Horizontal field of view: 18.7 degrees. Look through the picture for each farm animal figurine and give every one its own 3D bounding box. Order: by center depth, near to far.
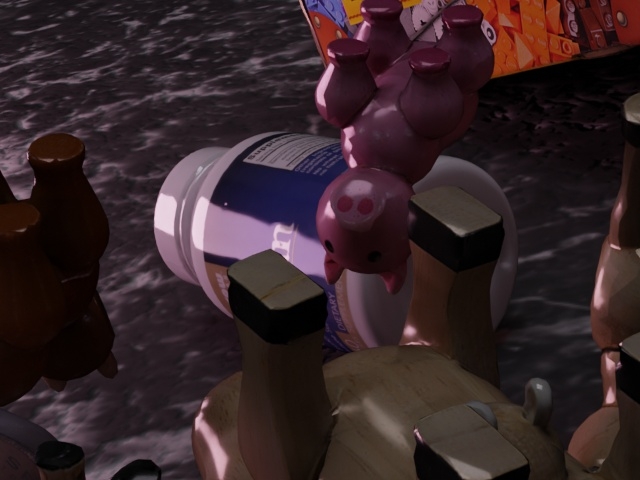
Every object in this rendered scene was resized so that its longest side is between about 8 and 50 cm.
[{"bbox_3d":[0.036,0.062,0.633,0.330,0.172,0.327,-10,32,-12],"label":"farm animal figurine"}]

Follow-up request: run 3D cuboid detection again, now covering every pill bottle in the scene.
[{"bbox_3d":[0.000,0.000,0.884,0.094,0.094,0.169,-28,25,-33],"label":"pill bottle"}]

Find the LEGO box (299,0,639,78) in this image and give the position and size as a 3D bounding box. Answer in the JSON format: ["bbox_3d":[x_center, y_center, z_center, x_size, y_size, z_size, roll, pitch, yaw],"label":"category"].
[{"bbox_3d":[0.266,-0.261,1.128,0.500,0.193,0.372,-23,8,-24],"label":"LEGO box"}]

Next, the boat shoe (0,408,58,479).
[{"bbox_3d":[-0.231,0.097,0.784,0.285,0.103,0.092,2,20,26],"label":"boat shoe"}]
